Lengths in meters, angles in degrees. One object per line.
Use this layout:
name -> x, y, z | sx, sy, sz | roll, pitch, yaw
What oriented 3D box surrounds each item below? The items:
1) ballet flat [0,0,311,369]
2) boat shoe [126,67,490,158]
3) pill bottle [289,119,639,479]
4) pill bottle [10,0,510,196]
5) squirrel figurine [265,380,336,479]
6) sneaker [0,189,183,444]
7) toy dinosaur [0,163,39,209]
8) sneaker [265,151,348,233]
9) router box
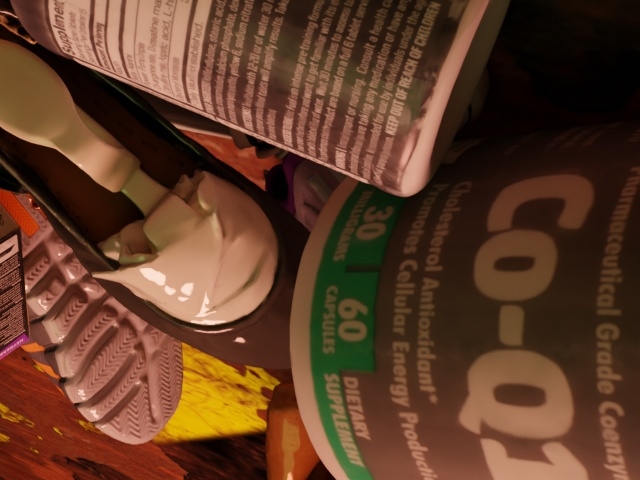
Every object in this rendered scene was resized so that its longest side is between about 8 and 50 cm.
ballet flat -> -0.100, -0.024, 0.529 | 0.280, 0.095, 0.096 | 40, 180, -8
boat shoe -> -0.024, -0.077, 0.571 | 0.226, 0.076, 0.083 | 11, 147, 28
pill bottle -> 0.179, 0.044, 0.457 | 0.361, 0.204, 0.204 | -3, 138, 43
pill bottle -> -0.045, -0.123, 0.463 | 0.246, 0.130, 0.130 | 24, 150, 9
squirrel figurine -> 0.131, 0.330, 0.955 | 0.370, 0.281, 0.397 | 10, 161, 12
sneaker -> -0.253, 0.044, 0.935 | 0.180, 0.124, 0.321 | 5, 133, 42
toy dinosaur -> -0.235, -0.116, 0.668 | 0.322, 0.164, 0.218 | 27, 171, -35
sneaker -> 0.000, 0.000, 0.700 | 0.098, 0.083, 0.223 | 55, 157, 13
router box -> -0.289, -0.006, 0.766 | 0.179, 0.046, 0.133 | 37, 142, 19
